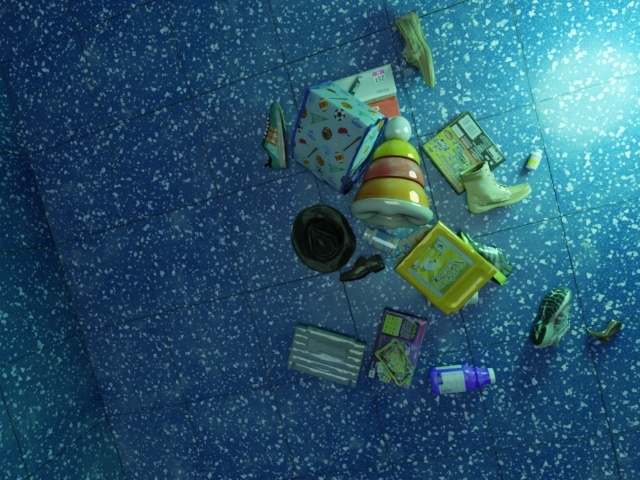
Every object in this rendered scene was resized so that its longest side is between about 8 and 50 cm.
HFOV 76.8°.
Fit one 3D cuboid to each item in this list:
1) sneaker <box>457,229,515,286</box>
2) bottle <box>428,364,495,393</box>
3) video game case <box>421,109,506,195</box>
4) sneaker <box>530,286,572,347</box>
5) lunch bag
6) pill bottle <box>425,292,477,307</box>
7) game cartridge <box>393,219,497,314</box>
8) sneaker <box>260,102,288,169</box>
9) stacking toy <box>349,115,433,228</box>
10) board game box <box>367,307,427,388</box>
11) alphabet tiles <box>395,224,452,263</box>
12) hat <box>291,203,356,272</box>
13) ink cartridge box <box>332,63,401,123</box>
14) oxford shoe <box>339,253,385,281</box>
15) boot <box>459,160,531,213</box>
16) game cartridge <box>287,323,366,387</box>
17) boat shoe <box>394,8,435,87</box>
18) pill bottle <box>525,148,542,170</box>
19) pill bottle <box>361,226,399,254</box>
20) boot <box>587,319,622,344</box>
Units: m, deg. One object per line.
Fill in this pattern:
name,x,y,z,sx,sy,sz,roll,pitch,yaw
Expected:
sneaker,0.726,0.057,1.782,0.121,0.111,0.300,-44,92,0
bottle,0.645,0.632,1.851,0.282,0.092,0.118,-10,95,11
video game case,0.626,-0.382,1.778,0.248,0.035,0.275,-38,89,11
sneaker,1.028,0.338,1.762,0.122,0.110,0.283,17,102,-10
lunch bag,0.059,-0.430,1.751,0.327,0.239,0.386,37,131,14
pill bottle,0.584,0.241,1.808,0.214,0.117,0.118,-1,96,10
game cartridge,0.524,0.123,1.708,0.323,0.053,0.285,40,105,1
sneaker,-0.225,-0.484,1.883,0.120,0.108,0.303,-4,97,6
stacking toy,0.325,-0.310,1.738,0.349,0.350,0.481,7,81,9
board game box,0.362,0.511,1.915,0.207,0.056,0.348,15,99,12
alphabet tiles,0.484,0.063,1.794,0.284,0.021,0.278,-34,110,28
hat,0.000,0.000,1.882,0.330,0.134,0.332,1,97,11
ink cartridge box,0.207,-0.627,1.816,0.274,0.060,0.239,-13,92,11
oxford shoe,0.186,0.129,1.899,0.227,0.083,0.096,-24,72,12
boot,0.742,-0.246,1.718,0.261,0.095,0.204,-18,111,17
game cartridge,0.029,0.556,1.974,0.354,0.068,0.231,14,94,9
boat shoe,0.408,-0.807,1.737,0.110,0.121,0.342,-17,82,16
pill bottle,0.914,-0.345,1.725,0.043,0.043,0.084,22,99,7
pill bottle,0.274,-0.001,1.854,0.160,0.087,0.087,25,100,7
boot,1.231,0.379,1.747,0.106,0.037,0.114,31,104,-8
